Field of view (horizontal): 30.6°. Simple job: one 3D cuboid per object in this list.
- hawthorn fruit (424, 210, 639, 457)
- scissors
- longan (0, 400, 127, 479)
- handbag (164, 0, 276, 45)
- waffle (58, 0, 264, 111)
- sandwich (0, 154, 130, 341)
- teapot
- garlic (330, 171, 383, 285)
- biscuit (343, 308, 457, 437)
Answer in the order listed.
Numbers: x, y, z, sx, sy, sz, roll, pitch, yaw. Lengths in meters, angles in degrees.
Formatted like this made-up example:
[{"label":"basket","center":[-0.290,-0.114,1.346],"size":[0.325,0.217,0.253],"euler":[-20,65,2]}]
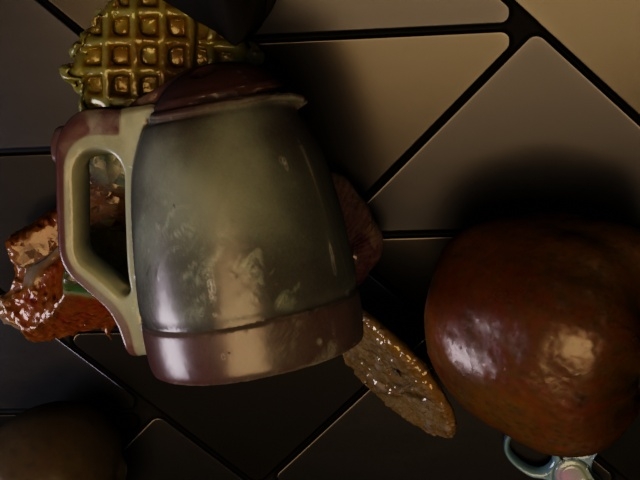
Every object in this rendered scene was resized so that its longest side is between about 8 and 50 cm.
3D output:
[{"label":"hawthorn fruit","center":[0.240,0.091,1.308],"size":[0.301,0.268,0.267],"euler":[19,119,30]},{"label":"scissors","center":[0.343,0.327,1.529],"size":[0.125,0.030,0.256],"euler":[-27,106,17]},{"label":"longan","center":[-0.349,0.311,1.518],"size":[0.197,0.196,0.220],"euler":[11,120,2]},{"label":"handbag","center":[-0.148,-0.393,1.160],"size":[0.288,0.152,0.342],"euler":[25,128,4]},{"label":"waffle","center":[-0.172,-0.186,1.314],"size":[0.214,0.054,0.208],"euler":[-43,97,0]},{"label":"sandwich","center":[-0.268,0.024,1.391],"size":[0.301,0.162,0.250],"euler":[-34,102,17]},{"label":"teapot","center":[-0.129,-0.025,1.236],"size":[0.315,0.233,0.312],"euler":[-7,98,10]},{"label":"garlic","center":[0.000,0.000,1.379],"size":[0.147,0.102,0.159],"euler":[5,115,6]},{"label":"biscuit","center":[0.083,0.155,1.402],"size":[0.033,0.220,0.220],"euler":[-42,108,-17]}]
